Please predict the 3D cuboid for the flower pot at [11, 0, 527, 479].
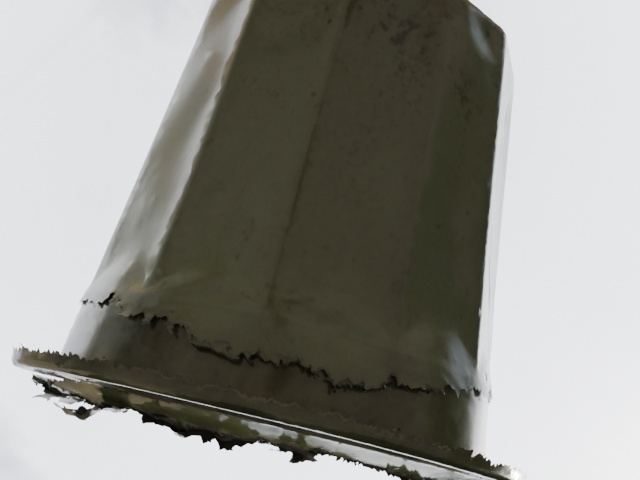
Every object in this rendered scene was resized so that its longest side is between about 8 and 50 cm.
[{"bbox_3d":[0.000,0.000,0.480,0.291,0.290,0.259,15,-106,-5],"label":"flower pot"}]
